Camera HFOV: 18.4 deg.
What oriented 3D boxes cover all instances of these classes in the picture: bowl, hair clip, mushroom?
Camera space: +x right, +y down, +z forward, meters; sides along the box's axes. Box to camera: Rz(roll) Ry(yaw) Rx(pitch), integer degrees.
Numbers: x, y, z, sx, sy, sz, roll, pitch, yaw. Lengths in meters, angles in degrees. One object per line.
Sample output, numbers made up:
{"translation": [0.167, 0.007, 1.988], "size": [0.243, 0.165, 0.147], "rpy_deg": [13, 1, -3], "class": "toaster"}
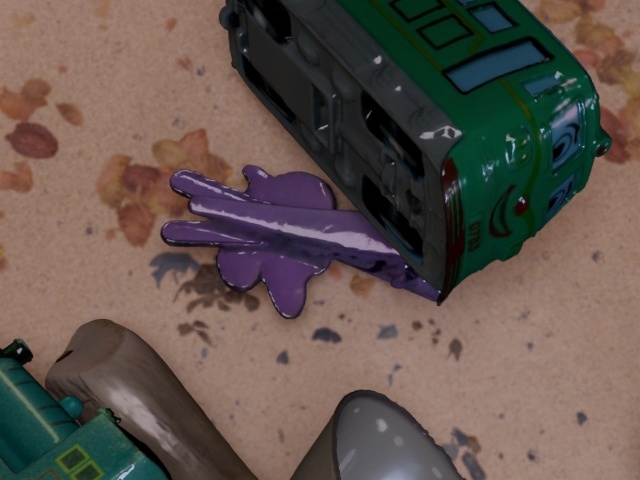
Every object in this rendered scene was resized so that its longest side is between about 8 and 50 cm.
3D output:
{"translation": [0.044, 0.299, 1.551], "size": [0.157, 0.337, 0.337], "rpy_deg": [-30, 79, 17], "class": "bowl"}
{"translation": [0.004, 0.004, 1.706], "size": [0.278, 0.090, 0.137], "rpy_deg": [7, 74, 6], "class": "hair clip"}
{"translation": [-0.134, 0.166, 1.656], "size": [0.247, 0.108, 0.096], "rpy_deg": [45, 71, 8], "class": "mushroom"}

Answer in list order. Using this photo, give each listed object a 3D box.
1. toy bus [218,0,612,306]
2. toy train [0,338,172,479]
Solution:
{"translation": [0.078, -0.135, 1.634], "size": [0.199, 0.183, 0.343], "rpy_deg": [-27, 56, -20], "class": "toy bus"}
{"translation": [-0.258, 0.182, 1.571], "size": [0.194, 0.120, 0.298], "rpy_deg": [-37, 43, -15], "class": "toy train"}
